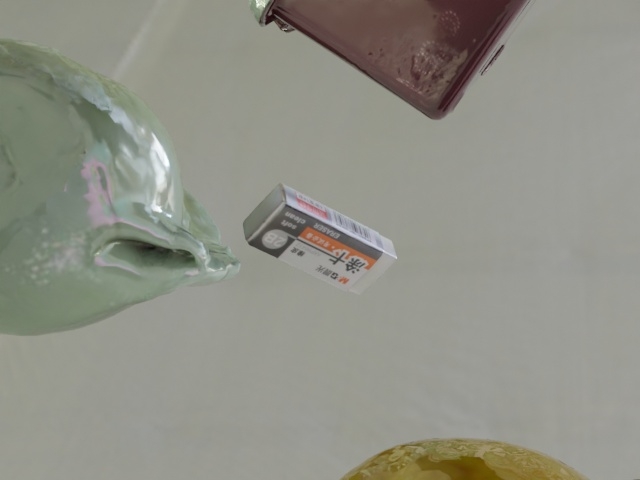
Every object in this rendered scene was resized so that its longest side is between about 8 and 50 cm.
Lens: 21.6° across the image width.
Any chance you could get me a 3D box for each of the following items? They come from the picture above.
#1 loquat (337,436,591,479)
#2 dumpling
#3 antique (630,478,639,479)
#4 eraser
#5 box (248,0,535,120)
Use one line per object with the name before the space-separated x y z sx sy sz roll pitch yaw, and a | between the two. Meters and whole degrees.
loquat | 0.093 0.233 1.014 0.244 0.244 0.244 -5 -151 3
dumpling | -0.224 -0.059 1.327 0.212 0.320 0.270 -17 -154 47
antique | 0.305 0.274 1.173 0.257 0.121 0.143 24 -134 16
eraser | 0.000 0.000 1.344 0.122 0.052 0.029 27 -148 -32
box | 0.101 -0.238 1.191 0.167 0.294 0.193 38 -151 4
